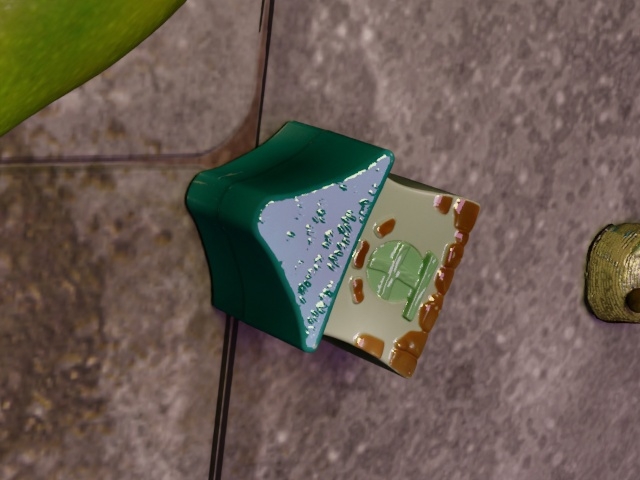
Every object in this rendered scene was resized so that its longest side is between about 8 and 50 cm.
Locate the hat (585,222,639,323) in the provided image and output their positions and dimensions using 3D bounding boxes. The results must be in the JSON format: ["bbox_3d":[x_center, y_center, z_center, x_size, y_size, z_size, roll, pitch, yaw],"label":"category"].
[{"bbox_3d":[0.239,0.027,1.258,0.077,0.059,0.076,-6,104,-33],"label":"hat"}]

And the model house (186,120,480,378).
[{"bbox_3d":[0.000,0.000,1.025,0.149,0.100,0.127,22,89,-40],"label":"model house"}]

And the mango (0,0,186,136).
[{"bbox_3d":[-0.148,-0.157,0.815,0.192,0.156,0.343,39,82,-30],"label":"mango"}]
